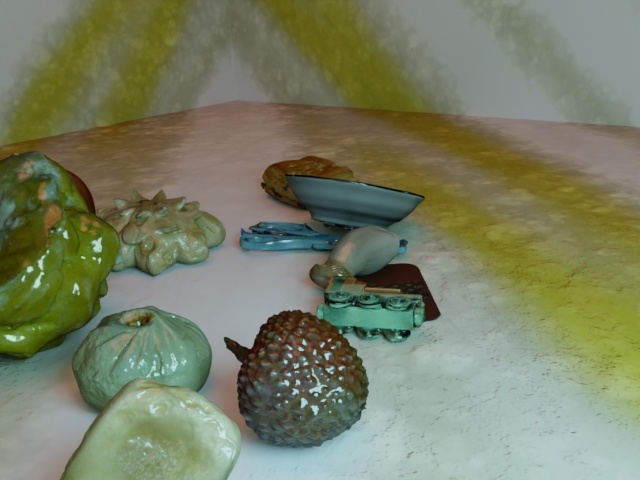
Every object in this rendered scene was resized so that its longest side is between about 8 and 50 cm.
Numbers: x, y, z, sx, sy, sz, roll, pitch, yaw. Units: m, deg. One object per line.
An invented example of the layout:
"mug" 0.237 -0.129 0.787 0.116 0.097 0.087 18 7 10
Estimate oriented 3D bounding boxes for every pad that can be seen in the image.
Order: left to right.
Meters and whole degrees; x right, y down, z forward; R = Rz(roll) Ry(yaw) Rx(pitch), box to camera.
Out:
"pad" 0.108 0.093 1.269 0.181 0.004 0.267 -4 20 -2

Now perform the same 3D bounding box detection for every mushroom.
"mushroom" 0.070 0.032 1.317 0.097 0.088 0.212 39 41 15

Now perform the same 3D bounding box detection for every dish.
"dish" 0.071 -0.079 1.569 0.316 0.106 0.316 8 5 -1

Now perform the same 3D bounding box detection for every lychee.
"lychee" -0.037 0.165 0.845 0.197 0.165 0.165 17 23 9

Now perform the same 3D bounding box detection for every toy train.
"toy train" 0.085 0.105 1.128 0.175 0.074 0.118 1 20 15

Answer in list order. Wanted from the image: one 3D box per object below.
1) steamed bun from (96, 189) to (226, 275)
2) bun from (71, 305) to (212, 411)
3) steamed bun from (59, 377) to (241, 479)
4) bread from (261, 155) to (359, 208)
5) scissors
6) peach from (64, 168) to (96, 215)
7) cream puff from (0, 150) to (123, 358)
"steamed bun" -0.353 -0.032 1.511 0.292 0.137 0.295 -1 17 -4
"bun" -0.251 0.155 0.978 0.195 0.118 0.195 -6 17 2
"steamed bun" -0.170 0.227 0.733 0.140 0.172 0.155 36 -6 1
"bread" -0.034 -0.166 1.894 0.210 0.099 0.235 -16 23 -32
"scissors" 0.000 0.001 1.509 0.392 0.032 0.180 5 19 23
"peach" -0.573 -0.033 1.394 0.252 0.253 0.252 -3 19 1
"cream puff" -0.494 0.045 1.155 0.378 0.276 0.378 -4 54 6
